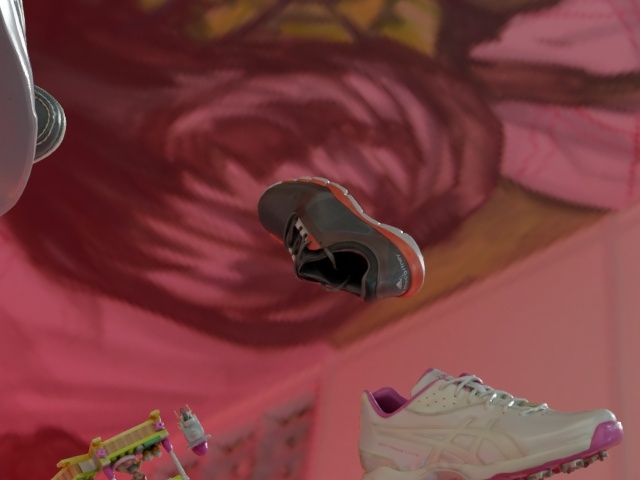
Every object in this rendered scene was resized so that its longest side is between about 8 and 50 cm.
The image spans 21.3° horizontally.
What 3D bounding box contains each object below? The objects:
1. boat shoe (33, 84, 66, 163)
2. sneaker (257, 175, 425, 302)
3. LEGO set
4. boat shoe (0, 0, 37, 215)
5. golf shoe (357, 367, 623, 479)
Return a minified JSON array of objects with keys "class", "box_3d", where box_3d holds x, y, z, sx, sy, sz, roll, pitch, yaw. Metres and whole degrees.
[{"class":"boat shoe","box_3d":[-0.409,-0.132,1.671,0.099,0.319,0.116,150,-52,-77]},{"class":"sneaker","box_3d":[0.000,0.000,1.203,0.065,0.061,0.158,-21,-148,-39]},{"class":"LEGO set","box_3d":[-0.262,0.315,2.111,0.287,0.132,0.107,-31,-107,-2]},{"class":"boat shoe","box_3d":[-0.234,-0.141,1.087,0.096,0.268,0.088,-5,-149,4]},{"class":"golf shoe","box_3d":[0.161,0.192,1.754,0.306,0.115,0.140,-15,-99,31]}]
